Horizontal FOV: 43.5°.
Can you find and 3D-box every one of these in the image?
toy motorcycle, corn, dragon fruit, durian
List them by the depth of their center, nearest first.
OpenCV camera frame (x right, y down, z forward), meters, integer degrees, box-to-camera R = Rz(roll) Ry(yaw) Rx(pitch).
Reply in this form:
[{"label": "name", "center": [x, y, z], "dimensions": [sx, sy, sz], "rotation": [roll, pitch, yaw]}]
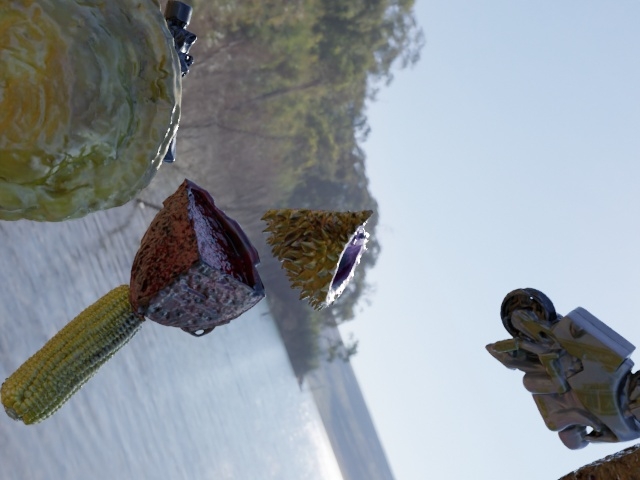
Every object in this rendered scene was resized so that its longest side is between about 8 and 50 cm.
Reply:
[{"label": "toy motorcycle", "center": [0.282, 0.157, 0.884], "dimensions": [0.225, 0.073, 0.152], "rotation": [32, -58, 29]}, {"label": "corn", "center": [-0.291, 0.135, 0.957], "dimensions": [0.072, 0.203, 0.072], "rotation": [37, -23, 18]}, {"label": "dragon fruit", "center": [-0.157, 0.024, 0.982], "dimensions": [0.120, 0.127, 0.161], "rotation": [42, 25, -48]}, {"label": "durian", "center": [-0.013, 0.008, 1.206], "dimensions": [0.187, 0.153, 0.260], "rotation": [34, -4, 21]}]

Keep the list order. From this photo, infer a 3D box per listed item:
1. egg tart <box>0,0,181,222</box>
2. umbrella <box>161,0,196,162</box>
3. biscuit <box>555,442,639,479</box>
[{"label": "egg tart", "center": [-0.298, -0.164, 0.812], "dimensions": [0.128, 0.319, 0.318], "rotation": [171, -101, -89]}, {"label": "umbrella", "center": [-0.225, -0.221, 1.112], "dimensions": [0.071, 0.080, 0.224], "rotation": [25, -78, 54]}, {"label": "biscuit", "center": [0.202, 0.118, 0.434], "dimensions": [0.034, 0.064, 0.199], "rotation": [68, -26, 19]}]
